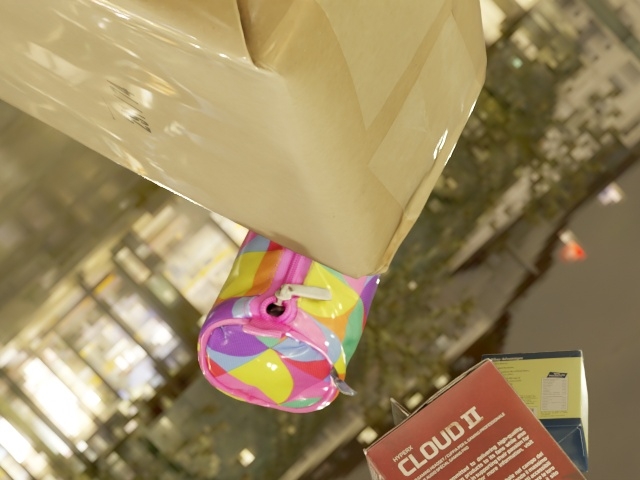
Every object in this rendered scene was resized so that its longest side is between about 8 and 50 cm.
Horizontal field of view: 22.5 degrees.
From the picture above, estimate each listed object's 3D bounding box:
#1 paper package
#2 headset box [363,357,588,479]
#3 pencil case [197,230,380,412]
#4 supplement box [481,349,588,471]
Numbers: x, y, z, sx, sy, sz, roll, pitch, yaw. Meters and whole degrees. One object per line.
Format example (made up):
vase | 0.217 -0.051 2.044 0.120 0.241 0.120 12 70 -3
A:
paper package | -0.083 -0.149 0.854 0.168 0.309 0.325 -61 164 -11
headset box | 0.144 0.225 1.104 0.110 0.293 0.218 -36 162 -8
pencil case | 0.000 0.000 1.032 0.104 0.104 0.236 -41 -158 47
supplement box | 0.170 0.137 1.286 0.083 0.056 0.083 -4 -140 13
